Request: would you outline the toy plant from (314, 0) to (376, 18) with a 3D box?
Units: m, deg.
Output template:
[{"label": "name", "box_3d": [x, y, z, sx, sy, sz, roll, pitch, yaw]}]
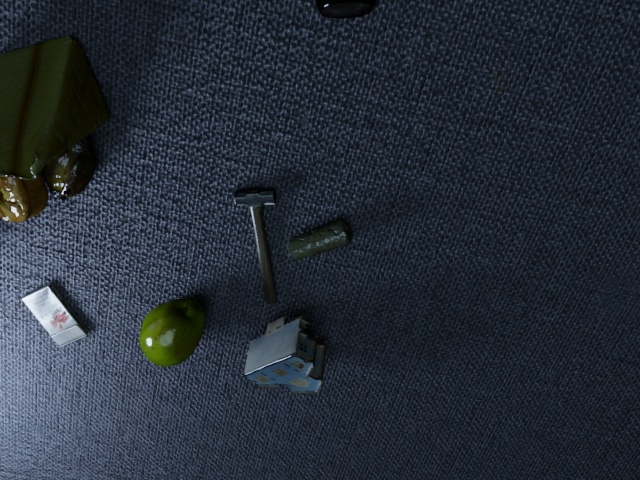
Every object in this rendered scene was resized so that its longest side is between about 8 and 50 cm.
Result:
[{"label": "toy plant", "box_3d": [0.043, -0.617, 1.343, 0.218, 0.175, 0.235, -3, 89, -1]}]

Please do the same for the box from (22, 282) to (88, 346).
[{"label": "box", "box_3d": [-0.821, 0.233, 1.902, 0.109, 0.029, 0.198, -23, 111, 15]}]

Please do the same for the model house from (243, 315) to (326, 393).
[{"label": "model house", "box_3d": [-0.071, 0.348, 1.815, 0.206, 0.178, 0.271, 36, 131, -29]}]

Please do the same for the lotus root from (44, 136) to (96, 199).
[{"label": "lotus root", "box_3d": [-0.664, -0.197, 1.630, 0.120, 0.120, 0.209, 31, 119, -10]}]

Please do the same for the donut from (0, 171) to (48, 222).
[{"label": "donut", "box_3d": [-0.824, -0.156, 1.626, 0.226, 0.114, 0.227, 20, 125, 31]}]

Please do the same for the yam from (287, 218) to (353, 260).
[{"label": "yam", "box_3d": [0.000, 0.000, 1.691, 0.179, 0.078, 0.078, -20, 113, 16]}]

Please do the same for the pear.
[{"label": "pear", "box_3d": [-0.429, 0.262, 1.795, 0.187, 0.187, 0.219, 40, 119, -14]}]

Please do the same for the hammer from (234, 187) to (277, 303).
[{"label": "hammer", "box_3d": [-0.161, 0.022, 1.739, 0.111, 0.043, 0.366, -4, 118, 5]}]

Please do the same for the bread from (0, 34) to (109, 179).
[{"label": "bread", "box_3d": [-0.695, -0.307, 1.442, 0.233, 0.362, 0.245, -11, 117, 11]}]
